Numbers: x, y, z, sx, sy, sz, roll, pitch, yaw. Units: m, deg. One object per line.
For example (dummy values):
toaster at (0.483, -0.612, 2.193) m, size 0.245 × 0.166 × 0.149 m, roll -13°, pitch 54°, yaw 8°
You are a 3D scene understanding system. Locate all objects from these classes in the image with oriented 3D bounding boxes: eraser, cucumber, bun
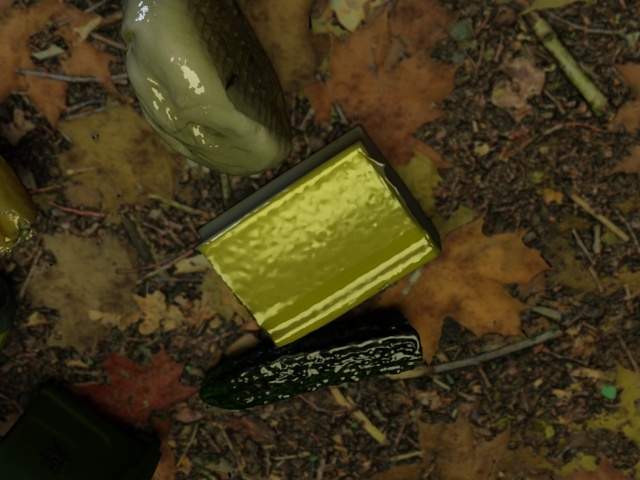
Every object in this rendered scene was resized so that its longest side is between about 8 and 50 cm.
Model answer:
eraser at (0.000, 0.000, 1.495) m, size 0.226 × 0.069 × 0.158 m, roll -33°, pitch 107°, yaw 16°
cucumber at (-0.016, 0.136, 1.560) m, size 0.265 × 0.077 × 0.077 m, roll -14°, pitch 115°, yaw 8°
bun at (-0.119, -0.157, 1.347) m, size 0.116 × 0.210 × 0.237 m, roll -24°, pitch 127°, yaw 13°

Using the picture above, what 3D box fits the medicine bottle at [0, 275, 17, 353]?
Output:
medicine bottle at (-0.443, 0.165, 1.547) m, size 0.141 × 0.141 × 0.293 m, roll 22°, pitch 115°, yaw -9°

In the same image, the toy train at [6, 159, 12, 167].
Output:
toy train at (-0.365, -0.086, 1.476) m, size 0.092 × 0.045 × 0.029 m, roll 38°, pitch 110°, yaw -18°

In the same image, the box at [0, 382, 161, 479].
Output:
box at (-0.332, 0.317, 1.532) m, size 0.178 × 0.329 × 0.253 m, roll 39°, pitch 110°, yaw -3°

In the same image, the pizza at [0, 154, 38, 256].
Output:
pizza at (-0.439, -0.069, 1.418) m, size 0.258 × 0.087 × 0.268 m, roll -29°, pitch 74°, yaw 6°
